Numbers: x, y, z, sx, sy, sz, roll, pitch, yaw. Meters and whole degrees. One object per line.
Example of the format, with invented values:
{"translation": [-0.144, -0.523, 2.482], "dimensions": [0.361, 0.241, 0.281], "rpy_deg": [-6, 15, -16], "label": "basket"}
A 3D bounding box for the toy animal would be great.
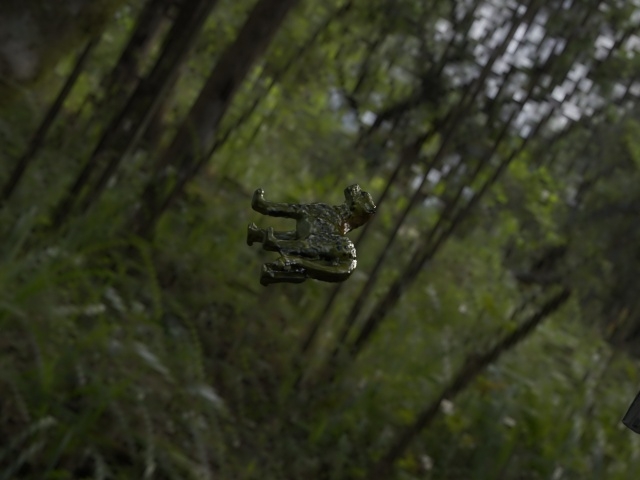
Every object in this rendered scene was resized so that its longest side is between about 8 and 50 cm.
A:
{"translation": [0.000, 0.000, 1.622], "dimensions": [0.136, 0.073, 0.181], "rpy_deg": [2, 22, -10], "label": "toy animal"}

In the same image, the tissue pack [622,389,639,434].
{"translation": [0.551, 0.242, 2.518], "dimensions": [0.051, 0.112, 0.156], "rpy_deg": [35, 25, 19], "label": "tissue pack"}
